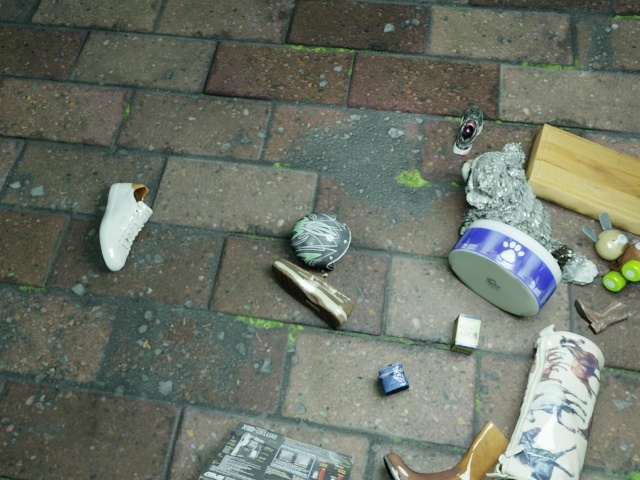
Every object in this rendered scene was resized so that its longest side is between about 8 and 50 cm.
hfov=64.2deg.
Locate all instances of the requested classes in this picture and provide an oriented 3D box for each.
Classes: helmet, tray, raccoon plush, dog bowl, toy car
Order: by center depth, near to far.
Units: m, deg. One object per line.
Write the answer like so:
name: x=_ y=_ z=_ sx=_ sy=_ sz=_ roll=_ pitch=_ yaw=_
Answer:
dog bowl: x=0.467 y=0.072 z=1.310 sx=0.265 sy=0.265 sz=0.104 roll=36 pitch=75 yaw=17
raccoon plush: x=0.570 y=-0.083 z=1.353 sx=0.446 sy=0.299 sz=0.216 roll=21 pitch=69 yaw=12
toy car: x=0.804 y=0.012 z=1.374 sx=0.155 sy=0.149 sz=0.188 roll=-29 pitch=72 yaw=-21
helmet: x=0.000 y=0.000 z=1.425 sx=0.169 sy=0.161 sz=0.169 roll=-1 pitch=66 yaw=3
tray: x=0.805 y=-0.169 z=1.469 sx=0.411 sy=0.076 sz=0.203 roll=22 pitch=69 yaw=2

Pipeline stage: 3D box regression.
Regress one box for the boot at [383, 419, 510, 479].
boot: x=0.323 y=0.534 z=1.209 sx=0.280 sy=0.096 sz=0.264 roll=-41 pitch=70 yaw=-14

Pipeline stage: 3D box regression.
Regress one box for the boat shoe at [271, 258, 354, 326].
boat shoe: x=-0.017 y=0.129 z=1.419 sx=0.257 sy=0.095 sz=0.095 roll=39 pitch=60 yaw=12

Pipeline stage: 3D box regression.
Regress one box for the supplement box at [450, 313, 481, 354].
supplement box: x=0.379 y=0.246 z=1.337 sx=0.056 sy=0.083 sz=0.083 roll=11 pitch=69 yaw=9

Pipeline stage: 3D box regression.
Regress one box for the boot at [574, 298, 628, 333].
boot: x=0.756 y=0.181 z=1.369 sx=0.114 sy=0.037 sz=0.106 roll=-27 pitch=81 yaw=-5

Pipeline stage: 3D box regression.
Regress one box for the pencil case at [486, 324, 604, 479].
pencil case: x=0.534 y=0.409 z=1.188 sx=0.183 sy=0.160 sz=0.410 roll=39 pitch=61 yaw=-14

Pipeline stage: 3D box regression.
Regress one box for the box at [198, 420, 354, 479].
box: x=-0.092 y=0.540 z=1.153 sx=0.307 sy=0.242 sz=0.076 roll=14 pitch=101 yaw=9

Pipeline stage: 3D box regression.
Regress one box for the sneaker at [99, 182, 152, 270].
sneaker: x=-0.569 y=-0.051 z=1.511 sx=0.123 sy=0.106 sz=0.290 roll=-5 pitch=65 yaw=4

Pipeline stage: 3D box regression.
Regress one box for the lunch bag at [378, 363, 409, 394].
lunch bag: x=0.184 y=0.349 z=1.296 sx=0.067 sy=0.098 sz=0.065 roll=-19 pitch=64 yaw=1

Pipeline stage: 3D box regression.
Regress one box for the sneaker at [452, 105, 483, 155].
sneaker: x=0.472 y=-0.354 z=1.599 sx=0.072 sy=0.077 sz=0.178 roll=16 pitch=68 yaw=9
